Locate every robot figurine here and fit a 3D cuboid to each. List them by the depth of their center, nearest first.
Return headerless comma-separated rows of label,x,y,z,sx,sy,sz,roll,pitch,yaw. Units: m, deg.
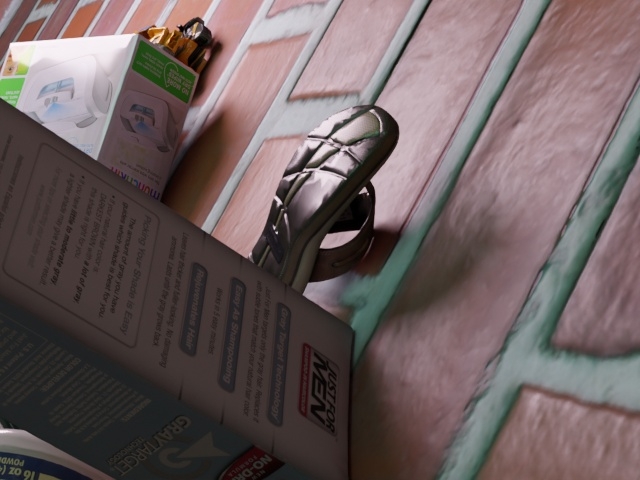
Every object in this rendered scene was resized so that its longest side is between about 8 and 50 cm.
robot figurine,-0.260,-0.229,1.946,0.291,0.085,0.211,-2,59,61

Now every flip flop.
flip flop,0.000,0.000,1.210,0.277,0.080,0.112,-63,25,23

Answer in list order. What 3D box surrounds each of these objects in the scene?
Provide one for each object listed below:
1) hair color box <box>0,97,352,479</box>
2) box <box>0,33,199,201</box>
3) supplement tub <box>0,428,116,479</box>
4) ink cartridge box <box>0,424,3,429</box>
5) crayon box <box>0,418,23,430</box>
hair color box,-0.149,0.067,1.025,0.114,0.374,0.185,-40,29,31
box,-0.314,-0.133,1.758,0.262,0.127,0.231,5,72,40
supplement tub,-0.275,0.343,1.091,0.235,0.235,0.324,-40,29,32
ink cartridge box,-0.451,0.166,1.565,0.131,0.226,0.306,-53,32,21
crayon box,-0.315,0.097,1.484,0.083,0.203,0.323,-25,25,-1
